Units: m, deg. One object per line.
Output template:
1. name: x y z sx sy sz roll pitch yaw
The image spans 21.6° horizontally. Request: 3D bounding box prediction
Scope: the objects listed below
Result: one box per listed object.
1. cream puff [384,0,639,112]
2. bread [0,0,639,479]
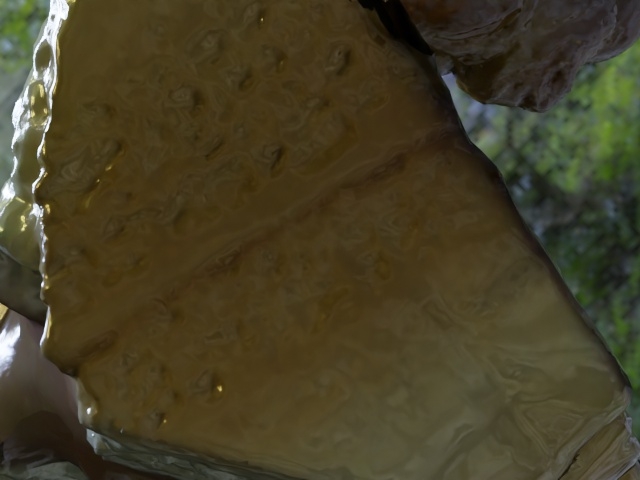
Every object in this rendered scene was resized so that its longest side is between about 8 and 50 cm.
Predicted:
1. cream puff: 0.099 -0.200 1.031 0.269 0.155 0.241 1 -109 -29
2. bread: 0.008 -0.009 0.507 0.211 0.224 0.183 17 171 -2
